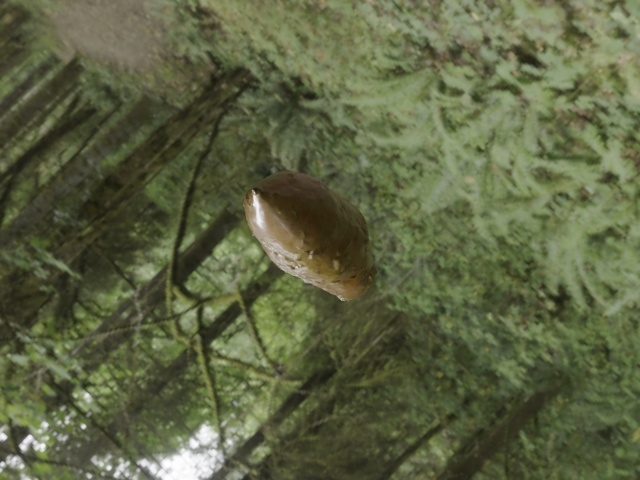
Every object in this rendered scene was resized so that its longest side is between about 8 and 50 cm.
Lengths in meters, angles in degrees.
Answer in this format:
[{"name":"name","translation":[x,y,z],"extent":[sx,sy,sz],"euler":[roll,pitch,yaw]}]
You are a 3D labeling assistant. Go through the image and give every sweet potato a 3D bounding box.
[{"name":"sweet potato","translation":[0.000,0.000,0.482],"extent":[0.068,0.060,0.206],"euler":[56,-179,29]}]
